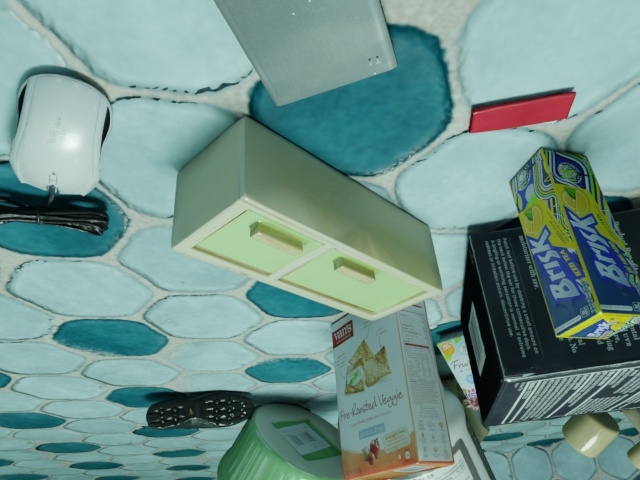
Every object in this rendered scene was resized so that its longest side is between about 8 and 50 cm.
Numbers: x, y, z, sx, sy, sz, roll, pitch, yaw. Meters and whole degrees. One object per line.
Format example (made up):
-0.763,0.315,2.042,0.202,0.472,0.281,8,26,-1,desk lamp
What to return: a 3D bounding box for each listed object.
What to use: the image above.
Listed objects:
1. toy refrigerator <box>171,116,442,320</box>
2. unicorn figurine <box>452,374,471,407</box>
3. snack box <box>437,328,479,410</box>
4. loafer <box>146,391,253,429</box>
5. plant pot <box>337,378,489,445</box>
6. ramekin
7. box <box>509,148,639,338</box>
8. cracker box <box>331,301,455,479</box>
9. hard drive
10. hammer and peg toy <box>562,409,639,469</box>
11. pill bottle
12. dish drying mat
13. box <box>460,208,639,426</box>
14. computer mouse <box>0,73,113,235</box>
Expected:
0.000,0.000,0.502,0.102,0.094,0.270,-29,141,34,toy refrigerator
0.310,0.238,0.945,0.111,0.161,0.060,3,168,45,unicorn figurine
0.278,0.214,0.869,0.100,0.141,0.037,-26,-173,29,snack box
-0.258,0.365,1.097,0.223,0.076,0.078,0,167,-15,loafer
0.223,0.431,1.137,0.274,0.256,0.256,-34,141,14,plant pot
-0.060,0.499,1.132,0.304,0.303,0.148,20,99,-35,ramekin
0.229,0.001,0.464,0.054,0.168,0.059,4,148,-14,box
0.090,0.204,0.717,0.067,0.232,0.156,16,143,-28,cracker box
-0.013,-0.150,0.320,0.094,0.022,0.135,-14,148,15,hard drive
0.525,0.245,0.856,0.362,0.266,0.127,14,122,-27,hammer and peg toy
0.185,0.387,0.912,0.204,0.204,0.360,-20,105,23,pill bottle
0.169,-0.108,0.432,0.083,0.008,0.032,-9,149,5,dish drying mat
0.345,0.109,0.647,0.294,0.182,0.296,-9,151,8,box
-0.223,-0.057,0.423,0.106,0.042,0.193,12,145,-24,computer mouse
